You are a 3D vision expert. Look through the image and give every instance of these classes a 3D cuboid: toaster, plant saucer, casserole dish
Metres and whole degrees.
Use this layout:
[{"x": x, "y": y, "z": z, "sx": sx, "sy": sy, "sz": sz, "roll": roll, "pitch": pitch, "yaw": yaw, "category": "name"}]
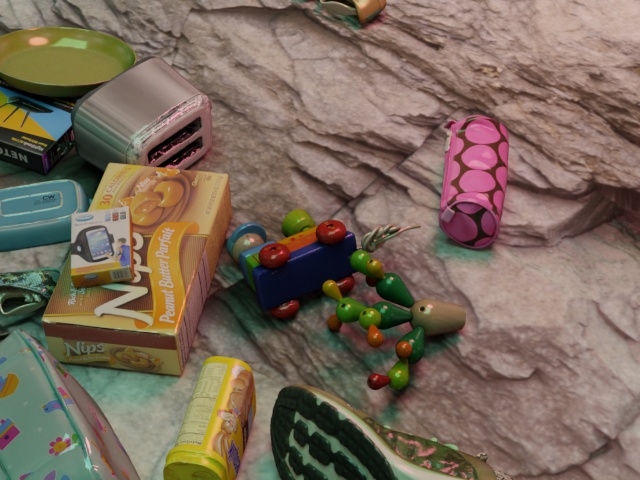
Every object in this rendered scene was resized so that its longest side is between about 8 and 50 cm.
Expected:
[{"x": -0.269, "y": -0.170, "z": 2.047, "sx": 0.146, "sy": 0.129, "sz": 0.227, "roll": 33, "pitch": 53, "yaw": 28, "category": "toaster"}, {"x": -0.418, "y": -0.285, "z": 2.197, "sx": 0.241, "sy": 0.037, "sz": 0.241, "roll": 5, "pitch": 30, "yaw": -3, "category": "plant saucer"}, {"x": -0.422, "y": -0.042, "z": 1.990, "sx": 0.188, "sy": 0.037, "sz": 0.114, "roll": -9, "pitch": 46, "yaw": -7, "category": "casserole dish"}]

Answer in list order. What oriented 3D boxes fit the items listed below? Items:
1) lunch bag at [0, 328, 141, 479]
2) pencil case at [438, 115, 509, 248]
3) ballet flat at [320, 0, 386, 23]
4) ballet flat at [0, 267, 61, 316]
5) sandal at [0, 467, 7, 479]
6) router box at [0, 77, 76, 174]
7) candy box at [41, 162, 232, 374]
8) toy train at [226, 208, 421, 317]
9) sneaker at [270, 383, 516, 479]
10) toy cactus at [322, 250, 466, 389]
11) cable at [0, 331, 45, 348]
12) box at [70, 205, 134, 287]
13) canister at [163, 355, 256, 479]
[{"x": -0.290, "y": 0.253, "z": 1.563, "sx": 0.108, "sy": 0.224, "sz": 0.279, "roll": -35, "pitch": 51, "yaw": -5, "category": "lunch bag"}, {"x": 0.219, "y": -0.089, "z": 1.970, "sx": 0.098, "sy": 0.095, "sz": 0.209, "roll": 29, "pitch": 40, "yaw": -18, "category": "pencil case"}, {"x": 0.008, "y": -0.442, "z": 2.347, "sx": 0.232, "sy": 0.080, "sz": 0.073, "roll": 31, "pitch": 69, "yaw": 31, "category": "ballet flat"}, {"x": -0.447, "y": 0.074, "z": 1.859, "sx": 0.188, "sy": 0.070, "sz": 0.070, "roll": -5, "pitch": 45, "yaw": 2, "category": "ballet flat"}, {"x": -0.356, "y": 0.332, "z": 1.566, "sx": 0.076, "sy": 0.102, "sz": 0.265, "roll": -28, "pitch": 51, "yaw": -16, "category": "sandal"}, {"x": -0.467, "y": -0.182, "z": 2.124, "sx": 0.179, "sy": 0.046, "sz": 0.133, "roll": 18, "pitch": 49, "yaw": 19, "category": "router box"}, {"x": -0.244, "y": 0.032, "z": 1.870, "sx": 0.183, "sy": 0.087, "sz": 0.316, "roll": 5, "pitch": 46, "yaw": 9, "category": "candy box"}, {"x": 0.000, "y": 0.000, "z": 1.894, "sx": 0.248, "sy": 0.105, "sz": 0.143, "roll": -23, "pitch": 35, "yaw": -19, "category": "toy train"}, {"x": 0.118, "y": 0.289, "z": 1.600, "sx": 0.410, "sy": 0.158, "sz": 0.182, "roll": 28, "pitch": 22, "yaw": 29, "category": "sneaker"}, {"x": 0.103, "y": 0.110, "z": 1.788, "sx": 0.180, "sy": 0.112, "sz": 0.219, "roll": 2, "pitch": 39, "yaw": -22, "category": "toy cactus"}, {"x": -0.510, "y": 0.141, "z": 1.768, "sx": 0.287, "sy": 0.072, "sz": 0.139, "roll": 10, "pitch": 45, "yaw": 6, "category": "cable"}, {"x": -0.293, "y": 0.002, "z": 1.821, "sx": 0.081, "sy": 0.028, "sz": 0.136, "roll": -8, "pitch": 46, "yaw": -2, "category": "box"}, {"x": -0.129, "y": 0.239, "z": 1.633, "sx": 0.073, "sy": 0.126, "sz": 0.170, "roll": 7, "pitch": 44, "yaw": 9, "category": "canister"}]
